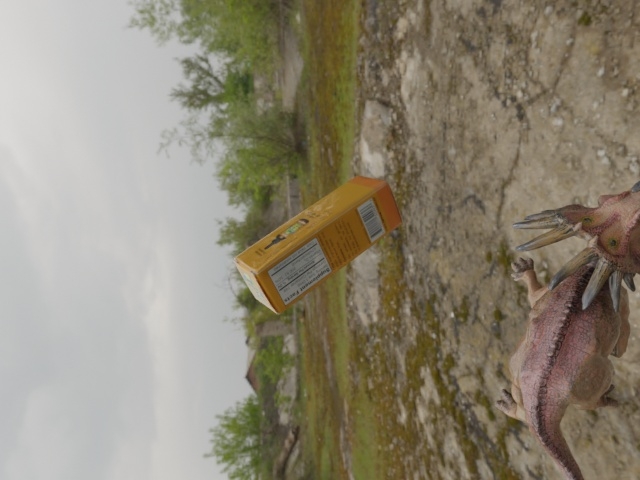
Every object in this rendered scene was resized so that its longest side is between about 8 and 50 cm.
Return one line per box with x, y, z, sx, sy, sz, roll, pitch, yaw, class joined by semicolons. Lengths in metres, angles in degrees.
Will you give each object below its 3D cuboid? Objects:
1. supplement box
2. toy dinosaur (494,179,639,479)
0.000;0.000;0.748;0.078;0.233;0.080;25;143;57;supplement box
0.225;0.082;0.484;0.200;0.127;0.296;48;-124;-63;toy dinosaur
